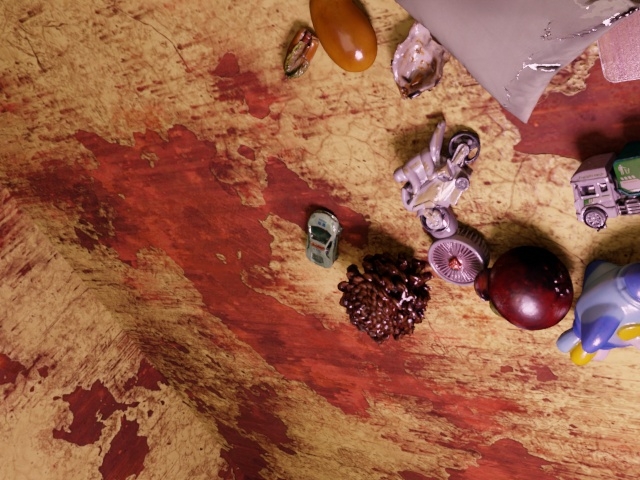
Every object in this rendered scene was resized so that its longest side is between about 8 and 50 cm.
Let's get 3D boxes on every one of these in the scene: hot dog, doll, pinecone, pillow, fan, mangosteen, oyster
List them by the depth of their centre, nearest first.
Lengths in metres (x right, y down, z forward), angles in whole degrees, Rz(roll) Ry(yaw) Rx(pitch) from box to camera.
[{"bbox_3d":[0.240,-0.335,0.894,0.310,0.119,0.312,45,160,4],"label":"pillow"},{"bbox_3d":[0.176,-0.313,1.164,0.103,0.051,0.148,46,135,4],"label":"oyster"},{"bbox_3d":[0.617,0.148,1.215,0.365,0.187,0.376,0,113,28],"label":"doll"},{"bbox_3d":[-0.043,-0.360,1.290,0.056,0.041,0.133,37,143,-2],"label":"hot dog"},{"bbox_3d":[0.411,0.098,1.338,0.199,0.200,0.200,21,141,18],"label":"mangosteen"},{"bbox_3d":[0.272,-0.010,1.405,0.130,0.074,0.244,-12,119,44],"label":"fan"},{"bbox_3d":[0.162,0.126,1.535,0.221,0.221,0.221,21,141,18],"label":"pinecone"}]

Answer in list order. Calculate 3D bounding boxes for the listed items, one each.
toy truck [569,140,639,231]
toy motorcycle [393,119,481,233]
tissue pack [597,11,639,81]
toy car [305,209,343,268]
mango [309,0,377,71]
[{"bbox_3d":[0.544,-0.099,1.072,0.253,0.114,0.124,-7,113,42],"label":"toy truck"},{"bbox_3d":[0.220,-0.126,1.292,0.151,0.074,0.229,24,123,13],"label":"toy motorcycle"},{"bbox_3d":[0.441,-0.355,0.845,0.159,0.136,0.246,-1,131,38],"label":"tissue pack"},{"bbox_3d":[0.000,0.000,1.638,0.093,0.058,0.186,25,142,16],"label":"toy car"},{"bbox_3d":[0.035,-0.385,1.170,0.102,0.085,0.184,-14,116,45],"label":"mango"}]
